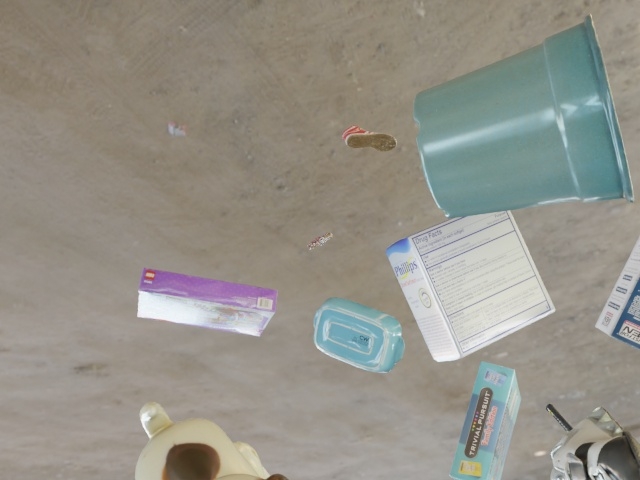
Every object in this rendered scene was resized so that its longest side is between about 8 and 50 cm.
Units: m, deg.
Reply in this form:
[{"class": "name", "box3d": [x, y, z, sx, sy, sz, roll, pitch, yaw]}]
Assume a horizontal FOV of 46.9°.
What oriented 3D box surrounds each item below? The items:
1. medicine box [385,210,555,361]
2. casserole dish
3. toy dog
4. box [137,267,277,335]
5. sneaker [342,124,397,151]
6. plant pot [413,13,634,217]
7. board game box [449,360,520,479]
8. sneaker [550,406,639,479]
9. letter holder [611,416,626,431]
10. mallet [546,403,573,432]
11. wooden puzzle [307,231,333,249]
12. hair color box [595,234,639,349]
[{"class": "medicine box", "box3d": [0.336, 0.089, 1.672, 0.264, 0.289, 0.149, -22, 174, -19]}, {"class": "casserole dish", "box3d": [0.061, 0.174, 1.343, 0.188, 0.114, 0.037, 18, -166, 26]}, {"class": "toy dog", "box3d": [-0.163, 0.470, 1.288, 0.285, 0.395, 0.408, -19, -170, -22]}, {"class": "box", "box3d": [-0.258, 0.142, 1.649, 0.293, 0.057, 0.201, 11, 155, -11]}, {"class": "sneaker", "box3d": [0.106, -0.226, 1.626, 0.119, 0.067, 0.042, 2, 113, -17]}, {"class": "plant pot", "box3d": [0.368, -0.198, 1.367, 0.334, 0.341, 0.341, -13, 157, 22]}, {"class": "board game box", "box3d": [0.385, 0.441, 1.690, 0.079, 0.253, 0.336, 13, 162, 22]}, {"class": "sneaker", "box3d": [0.433, 0.361, 1.128, 0.146, 0.122, 0.330, -34, 173, 5]}, {"class": "letter holder", "box3d": [0.613, 0.533, 1.657, 0.214, 0.152, 0.302, -47, 158, 14]}, {"class": "mallet", "box3d": [0.488, 0.384, 1.379, 0.039, 0.189, 0.062, -25, 127, -11]}, {"class": "wooden puzzle", "box3d": [0.000, 0.000, 1.823, 0.083, 0.006, 0.049, -36, 161, 30]}, {"class": "hair color box", "box3d": [0.825, 0.094, 1.842, 0.105, 0.347, 0.174, 25, -175, 8]}]
